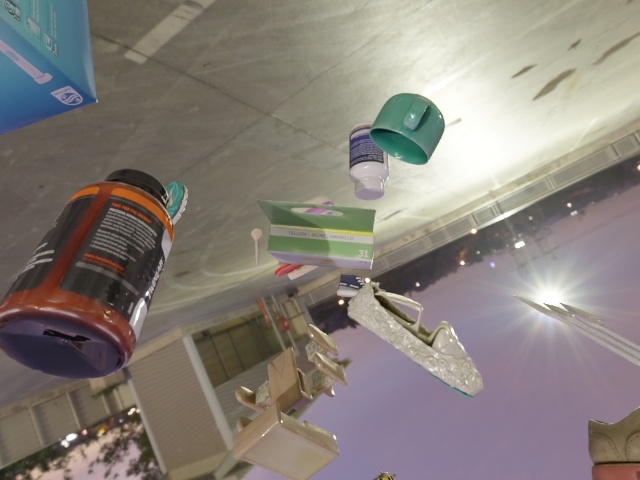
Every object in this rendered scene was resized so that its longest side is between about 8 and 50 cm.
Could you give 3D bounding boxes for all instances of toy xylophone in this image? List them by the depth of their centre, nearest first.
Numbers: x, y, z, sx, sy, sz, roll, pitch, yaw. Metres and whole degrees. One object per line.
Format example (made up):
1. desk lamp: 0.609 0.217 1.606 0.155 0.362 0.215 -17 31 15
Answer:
1. toy xylophone: -0.068 0.003 1.200 0.236 0.081 0.322 -30 156 -15

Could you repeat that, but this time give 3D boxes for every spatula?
1. spatula: 0.480 0.154 0.752 0.168 0.019 0.242 15 -169 -24

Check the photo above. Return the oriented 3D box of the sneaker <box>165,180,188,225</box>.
1. sneaker: -0.444 -0.056 1.094 0.107 0.110 0.275 13 -124 42

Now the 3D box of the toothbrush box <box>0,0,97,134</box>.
1. toothbrush box: -0.346 -0.267 0.367 0.126 0.216 0.295 -17 162 4

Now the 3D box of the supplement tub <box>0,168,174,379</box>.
1. supplement tub: -0.199 0.017 0.403 0.106 0.198 0.106 0 134 0

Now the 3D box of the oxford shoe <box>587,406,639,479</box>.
1. oxford shoe: 0.559 0.298 0.663 0.123 0.130 0.348 19 143 -20

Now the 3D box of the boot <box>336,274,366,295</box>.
1. boot: 0.156 0.179 1.689 0.190 0.086 0.069 4 164 24

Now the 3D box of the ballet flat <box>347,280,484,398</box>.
1. ballet flat: 0.254 0.243 1.132 0.147 0.409 0.147 -50 160 -25

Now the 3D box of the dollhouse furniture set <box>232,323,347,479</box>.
1. dollhouse furniture set: -0.125 0.491 1.346 0.362 0.256 0.394 -42 -149 12

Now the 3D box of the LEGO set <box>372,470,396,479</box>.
1. LEGO set: 0.149 0.782 1.136 0.331 0.255 0.192 -21 156 -19

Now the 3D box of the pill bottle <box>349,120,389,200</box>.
1. pill bottle: 0.114 -0.185 1.022 0.094 0.169 0.094 1 159 0

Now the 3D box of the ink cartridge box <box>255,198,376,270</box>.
1. ink cartridge box: 0.000 0.000 0.685 0.171 0.056 0.235 5 170 6

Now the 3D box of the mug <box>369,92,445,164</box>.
1. mug: 0.178 -0.218 0.822 0.097 0.129 0.158 -61 -152 -6
